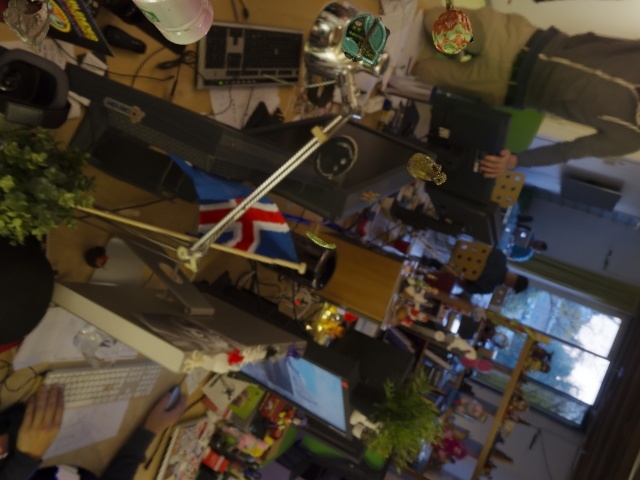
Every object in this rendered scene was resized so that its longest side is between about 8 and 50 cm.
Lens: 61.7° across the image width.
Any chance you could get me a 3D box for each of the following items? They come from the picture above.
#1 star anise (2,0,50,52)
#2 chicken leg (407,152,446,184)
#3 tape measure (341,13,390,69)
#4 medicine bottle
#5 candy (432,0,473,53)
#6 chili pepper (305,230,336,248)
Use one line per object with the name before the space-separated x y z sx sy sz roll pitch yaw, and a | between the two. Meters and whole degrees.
star anise | -0.724 -0.594 1.320 0.110 0.198 0.258 -1 92 -34
chicken leg | 0.289 -0.183 1.409 0.178 0.093 0.070 -118 -144 -68
tape measure | 0.131 -0.598 1.585 0.146 0.125 0.081 -62 175 15
medicine bottle | -0.488 -0.796 1.708 0.325 0.211 0.212 35 78 -81
candy | 0.281 -0.549 1.160 0.084 0.078 0.288 -5 91 -25
chili pepper | 0.000 -0.001 1.328 0.030 0.083 0.017 113 3 -59
